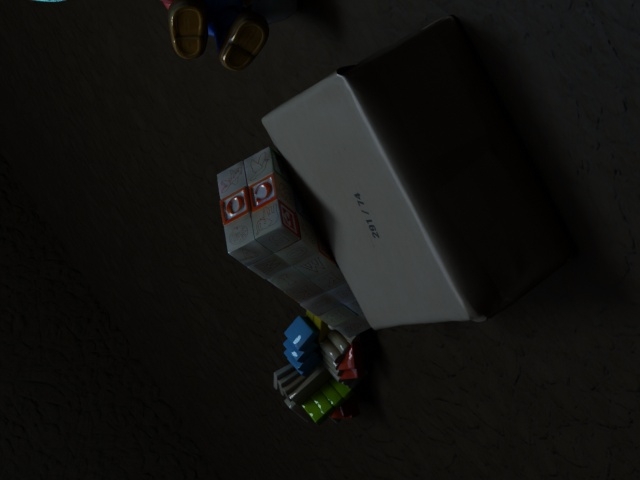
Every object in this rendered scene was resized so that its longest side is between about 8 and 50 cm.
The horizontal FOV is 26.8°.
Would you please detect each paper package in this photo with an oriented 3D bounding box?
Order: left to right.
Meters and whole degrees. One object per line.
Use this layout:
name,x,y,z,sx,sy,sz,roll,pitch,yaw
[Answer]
paper package,0.107,-0.067,1.633,0.325,0.168,0.309,62,159,-5

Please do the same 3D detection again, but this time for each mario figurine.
mario figurine,-0.155,-0.361,1.848,0.198,0.170,0.320,48,-170,-30

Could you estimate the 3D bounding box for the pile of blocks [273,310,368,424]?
pile of blocks,0.013,0.214,2.219,0.112,0.149,0.362,47,154,33

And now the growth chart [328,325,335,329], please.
growth chart,0.000,0.000,1.998,0.021,0.172,0.237,-16,107,32

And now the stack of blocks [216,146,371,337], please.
stack of blocks,-0.017,-0.008,1.821,0.297,0.087,0.171,38,-148,-48
